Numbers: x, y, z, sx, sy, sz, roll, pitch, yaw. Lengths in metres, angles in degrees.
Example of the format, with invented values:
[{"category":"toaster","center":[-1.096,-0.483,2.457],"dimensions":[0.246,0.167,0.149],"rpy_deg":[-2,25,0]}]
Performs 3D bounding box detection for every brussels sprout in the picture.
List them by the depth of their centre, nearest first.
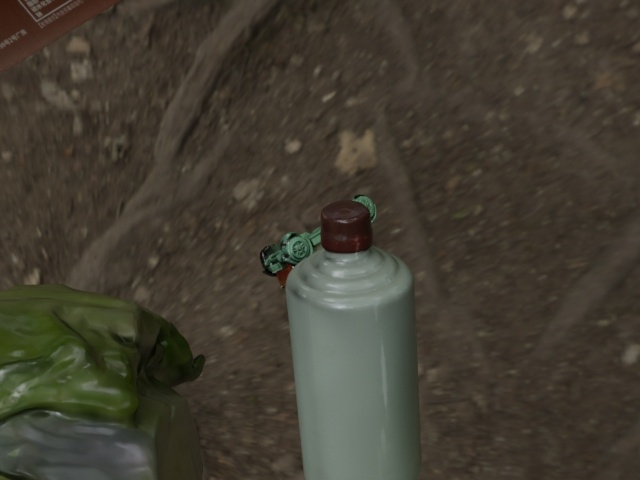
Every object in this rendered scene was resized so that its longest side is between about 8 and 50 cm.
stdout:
[{"category":"brussels sprout","center":[-0.290,0.243,1.272],"dimensions":[0.361,0.425,0.342],"rpy_deg":[-10,124,7]}]

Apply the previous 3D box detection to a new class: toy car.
[{"category":"toy car","center":[0.000,0.000,1.592],"dimensions":[0.143,0.073,0.054],"rpy_deg":[-31,92,-34]}]

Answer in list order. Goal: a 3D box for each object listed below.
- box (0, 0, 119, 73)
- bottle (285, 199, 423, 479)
[{"category":"box","center":[-0.358,-0.357,1.699],"dimensions":[0.385,0.344,0.122],"rpy_deg":[-28,125,15]},{"category":"bottle","center":[0.028,0.085,1.135],"dimensions":[0.104,0.104,0.245],"rpy_deg":[-10,115,-11]}]
